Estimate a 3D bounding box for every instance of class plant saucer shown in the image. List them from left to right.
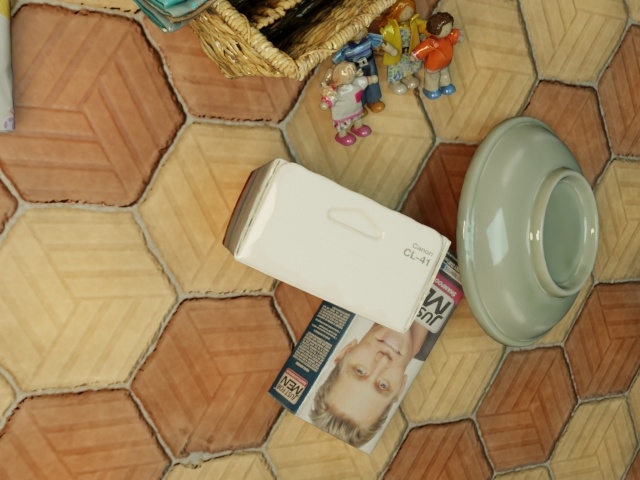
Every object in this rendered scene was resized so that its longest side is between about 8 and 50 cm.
[{"bbox_3d":[0.381,-0.013,1.266,0.401,0.101,0.400,-4,95,-45],"label":"plant saucer"}]

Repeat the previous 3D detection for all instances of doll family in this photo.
[{"bbox_3d":[0.084,-0.269,1.098,0.263,0.118,0.163,-30,141,-17],"label":"doll family"}]

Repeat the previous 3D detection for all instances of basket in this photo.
[{"bbox_3d":[-0.030,-0.368,0.953,0.299,0.223,0.213,-41,117,-15],"label":"basket"}]

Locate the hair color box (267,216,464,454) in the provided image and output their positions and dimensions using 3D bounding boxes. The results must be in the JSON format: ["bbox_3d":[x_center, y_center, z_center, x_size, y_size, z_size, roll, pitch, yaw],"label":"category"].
[{"bbox_3d":[0.087,0.145,1.193,0.174,0.105,0.347,35,83,-30],"label":"hair color box"}]

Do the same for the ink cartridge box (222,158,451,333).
[{"bbox_3d":[0.000,0.000,0.967,0.226,0.306,0.131,24,90,-10],"label":"ink cartridge box"}]

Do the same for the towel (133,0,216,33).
[{"bbox_3d":[-0.127,-0.436,0.895,0.370,0.040,0.271,-42,74,-15],"label":"towel"}]

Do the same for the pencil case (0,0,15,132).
[{"bbox_3d":[-0.409,-0.248,0.826,0.124,0.113,0.272,-3,102,-20],"label":"pencil case"}]
